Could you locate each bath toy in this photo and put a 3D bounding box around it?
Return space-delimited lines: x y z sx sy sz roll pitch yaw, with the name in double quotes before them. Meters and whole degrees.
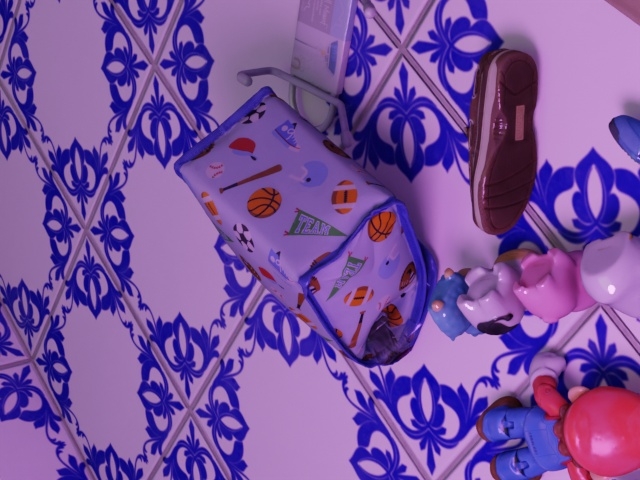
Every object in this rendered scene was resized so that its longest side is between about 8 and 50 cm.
"bath toy" 0.314 0.067 1.652 0.348 0.151 0.129 -13 128 49

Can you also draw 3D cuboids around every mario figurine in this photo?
"mario figurine" 0.362 0.264 1.680 0.198 0.170 0.320 42 154 -13

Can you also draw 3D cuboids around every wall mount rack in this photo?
"wall mount rack" 0.000 -0.307 1.930 0.304 0.130 0.350 32 124 38

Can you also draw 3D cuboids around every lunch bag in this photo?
"lunch bag" 0.000 0.000 1.901 0.328 0.239 0.385 44 169 33

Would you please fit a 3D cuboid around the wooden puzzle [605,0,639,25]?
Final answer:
"wooden puzzle" 0.378 -0.392 1.476 0.221 0.044 0.239 47 151 32

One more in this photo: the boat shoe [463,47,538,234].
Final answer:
"boat shoe" 0.246 -0.140 1.717 0.095 0.095 0.258 31 117 59

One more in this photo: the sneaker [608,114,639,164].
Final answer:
"sneaker" 0.444 -0.102 1.497 0.209 0.069 0.082 48 120 32
